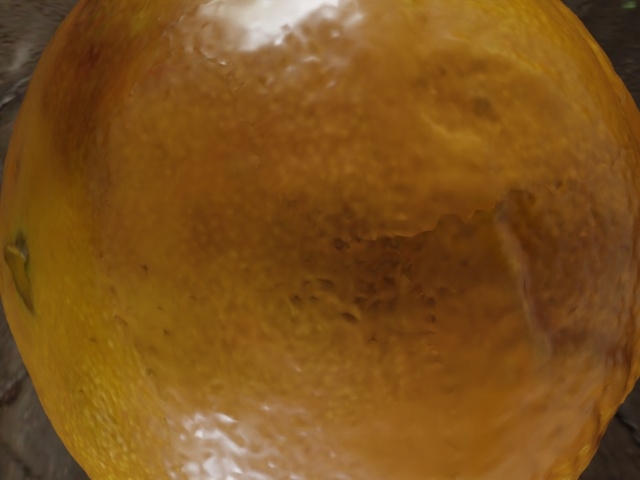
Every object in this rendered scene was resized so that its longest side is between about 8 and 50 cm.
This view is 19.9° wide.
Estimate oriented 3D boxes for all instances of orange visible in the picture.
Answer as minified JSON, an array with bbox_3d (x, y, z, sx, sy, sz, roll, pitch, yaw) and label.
[{"bbox_3d":[0.000,0.000,0.682,0.261,0.261,0.261,-1,97,-5],"label":"orange"}]
